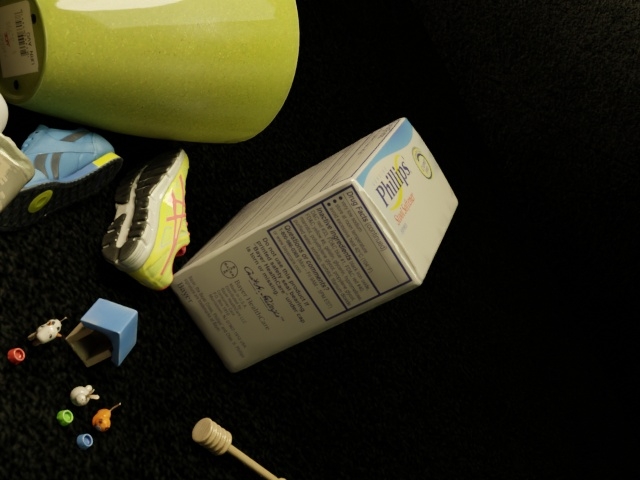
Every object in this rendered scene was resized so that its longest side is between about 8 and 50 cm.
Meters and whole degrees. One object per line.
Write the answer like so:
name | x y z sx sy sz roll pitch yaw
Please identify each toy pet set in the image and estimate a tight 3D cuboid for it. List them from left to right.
toy pet set | -0.221 0.118 0.871 0.122 0.065 0.114 56 27 -15

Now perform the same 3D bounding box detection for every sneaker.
sneaker | -0.296 -0.072 0.923 0.082 0.069 0.209 43 30 3
sneaker | -0.193 -0.025 1.054 0.094 0.081 0.208 53 34 -35

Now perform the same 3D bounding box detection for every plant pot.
plant pot | -0.223 -0.235 1.012 0.293 0.275 0.274 -15 79 -48

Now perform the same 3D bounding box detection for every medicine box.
medicine box | 0.000 0.000 1.124 0.149 0.289 0.263 58 27 -11

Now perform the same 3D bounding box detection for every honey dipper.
honey dipper | -0.087 0.255 1.033 0.160 0.030 0.030 45 32 -38

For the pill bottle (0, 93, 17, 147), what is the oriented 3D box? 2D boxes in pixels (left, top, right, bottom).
pill bottle | -0.350 -0.130 0.798 0.184 0.103 0.103 56 26 4

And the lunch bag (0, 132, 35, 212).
lunch bag | -0.390 -0.066 0.627 0.287 0.169 0.235 48 29 -18
